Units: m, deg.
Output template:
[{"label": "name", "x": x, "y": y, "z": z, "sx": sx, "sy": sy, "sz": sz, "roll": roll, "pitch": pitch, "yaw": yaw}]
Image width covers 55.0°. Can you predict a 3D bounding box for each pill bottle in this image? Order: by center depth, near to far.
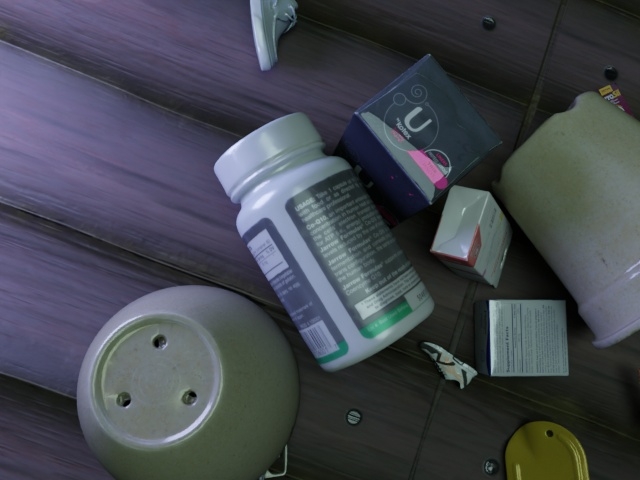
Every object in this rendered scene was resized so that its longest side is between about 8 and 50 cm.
[{"label": "pill bottle", "x": 0.000, "y": 0.000, "z": 0.950, "sx": 0.204, "sy": 0.204, "sz": 0.361, "roll": -31, "pitch": 88, "yaw": -9}]

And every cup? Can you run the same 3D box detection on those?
[{"label": "cup", "x": -0.199, "y": 0.202, "z": 0.855, "sx": 0.331, "sy": 0.237, "sz": 0.331, "roll": 0, "pitch": 73, "yaw": 1}]

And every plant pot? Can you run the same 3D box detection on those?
[{"label": "plant pot", "x": 0.453, "y": -0.055, "z": 0.965, "sx": 0.334, "sy": 0.334, "sz": 0.305, "roll": -38, "pitch": 74, "yaw": -9}]

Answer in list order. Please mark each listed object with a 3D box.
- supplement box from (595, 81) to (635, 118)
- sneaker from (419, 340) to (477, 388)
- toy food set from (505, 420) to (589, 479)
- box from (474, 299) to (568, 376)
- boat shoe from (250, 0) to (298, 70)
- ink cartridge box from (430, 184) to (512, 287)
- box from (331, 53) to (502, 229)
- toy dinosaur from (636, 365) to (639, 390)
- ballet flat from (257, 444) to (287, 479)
[{"label": "supplement box", "x": 0.524, "y": -0.236, "z": 1.119, "sx": 0.055, "sy": 0.043, "sz": 0.083, "roll": -26, "pitch": 86, "yaw": -7}, {"label": "sneaker", "x": 0.209, "y": 0.208, "z": 1.030, "sx": 0.109, "sy": 0.040, "sz": 0.044, "roll": 35, "pitch": 88, "yaw": 2}, {"label": "toy food set", "x": 0.380, "y": 0.409, "z": 1.014, "sx": 0.128, "sy": 0.071, "sz": 0.218, "roll": -8, "pitch": 75, "yaw": 26}, {"label": "box", "x": 0.335, "y": 0.163, "z": 1.033, "sx": 0.137, "sy": 0.072, "sz": 0.126, "roll": 1, "pitch": 83, "yaw": -7}, {"label": "boat shoe", "x": -0.079, "y": -0.403, "z": 1.054, "sx": 0.081, "sy": 0.079, "sz": 0.227, "roll": -3, "pitch": 80, "yaw": -2}, {"label": "ink cartridge box", "x": 0.256, "y": 0.001, "z": 1.015, "sx": 0.067, "sy": 0.198, "sz": 0.115, "roll": 14, "pitch": 80, "yaw": 32}, {"label": "box", "x": 0.130, "y": -0.134, "z": 0.947, "sx": 0.143, "sy": 0.270, "sz": 0.165, "roll": -40, "pitch": 88, "yaw": -10}, {"label": "toy dinosaur", "x": 0.645, "y": 0.346, "z": 1.013, "sx": 0.218, "sy": 0.164, "sz": 0.322, "roll": -38, "pitch": 110, "yaw": 9}, {"label": "ballet flat", "x": -0.092, "y": 0.371, "z": 0.963, "sx": 0.074, "sy": 0.074, "sz": 0.203, "roll": 16, "pitch": 79, "yaw": -4}]
